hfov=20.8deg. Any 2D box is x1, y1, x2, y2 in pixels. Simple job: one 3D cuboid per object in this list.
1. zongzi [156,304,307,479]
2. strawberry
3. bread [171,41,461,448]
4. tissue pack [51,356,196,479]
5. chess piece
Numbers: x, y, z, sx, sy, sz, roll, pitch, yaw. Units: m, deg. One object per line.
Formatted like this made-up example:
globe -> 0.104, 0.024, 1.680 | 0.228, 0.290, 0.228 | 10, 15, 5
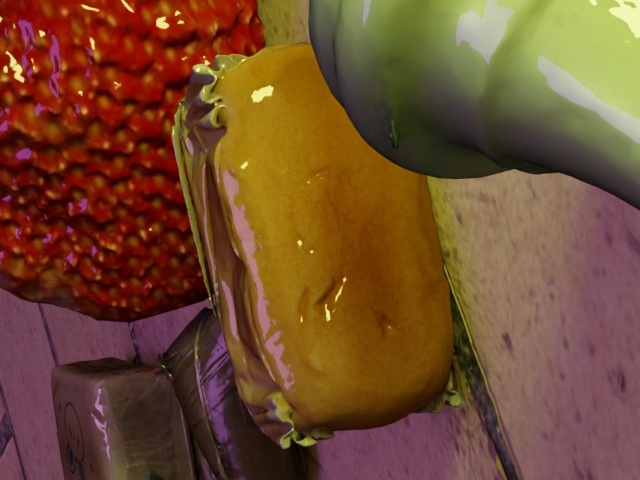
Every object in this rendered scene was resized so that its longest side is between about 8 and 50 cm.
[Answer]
zongzi -> -0.034, 0.122, 1.314 | 0.178, 0.081, 0.189 | -43, 67, 48
strawberry -> -0.178, -0.103, 1.289 | 0.267, 0.312, 0.351 | -109, -5, -76
bread -> 0.000, 0.000, 1.079 | 0.107, 0.136, 0.241 | -19, 83, 65
tissue pack -> -0.192, 0.191, 1.672 | 0.196, 0.092, 0.148 | 177, 83, -66
chess piece -> 0.147, -0.045, 0.679 | 0.299, 0.194, 0.194 | 48, 143, 36
